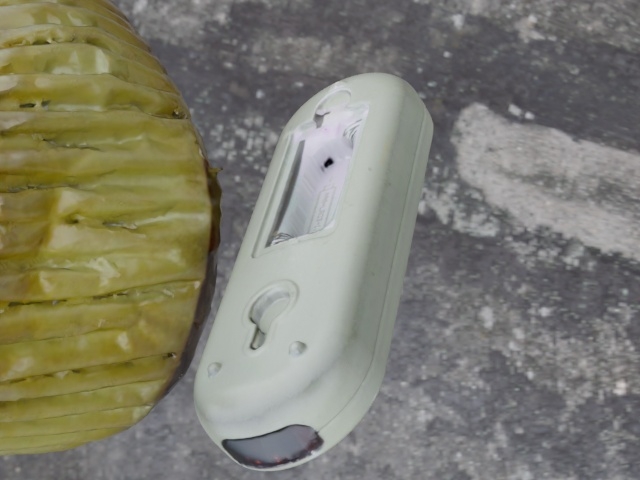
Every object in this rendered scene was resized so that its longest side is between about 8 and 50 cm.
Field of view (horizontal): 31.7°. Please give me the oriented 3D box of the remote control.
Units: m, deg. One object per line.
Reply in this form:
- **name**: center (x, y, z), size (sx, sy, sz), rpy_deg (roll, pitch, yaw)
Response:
- **remote control**: center (0.000, 0.000, 0.487), size (0.078, 0.042, 0.221), rpy_deg (-16, 36, 28)

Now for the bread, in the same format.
- **bread**: center (-0.168, -0.022, 0.566), size (0.253, 0.142, 0.227), rpy_deg (46, 129, 38)
